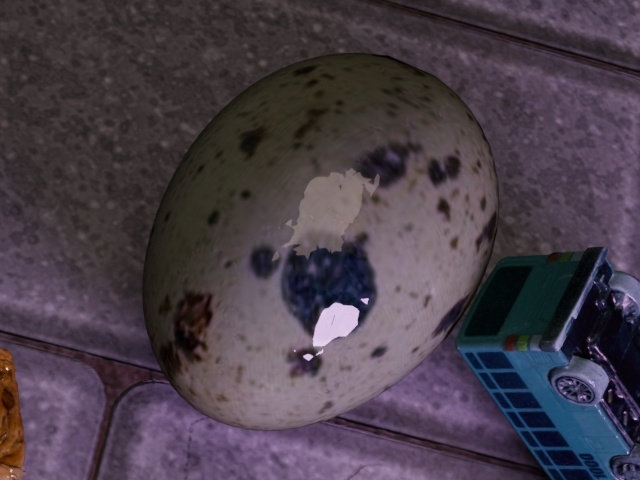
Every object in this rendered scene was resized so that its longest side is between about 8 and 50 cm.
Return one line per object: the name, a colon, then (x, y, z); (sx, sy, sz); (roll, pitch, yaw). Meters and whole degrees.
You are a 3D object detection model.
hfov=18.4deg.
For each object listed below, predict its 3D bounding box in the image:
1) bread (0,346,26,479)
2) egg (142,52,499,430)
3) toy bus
bread: (-0.344, 0.156, 1.640); (0.149, 0.143, 0.158); (34, 37, -40)
egg: (0.000, 0.000, 1.751); (0.287, 0.287, 0.379); (30, 54, 5)
toy bus: (0.242, 0.135, 1.763); (0.256, 0.147, 0.128); (54, 52, -31)
